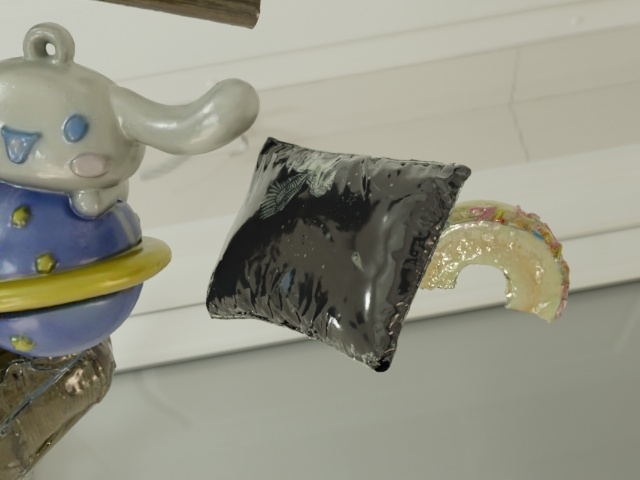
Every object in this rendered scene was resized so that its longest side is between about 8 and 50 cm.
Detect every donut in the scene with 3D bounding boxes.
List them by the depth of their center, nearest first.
[{"bbox_3d":[0.166,0.008,0.943,0.065,0.166,0.108,-69,-5,-58],"label":"donut"}]

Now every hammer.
[{"bbox_3d":[-0.228,-0.226,0.841,0.043,0.365,0.111,-150,67,-68],"label":"hammer"}]

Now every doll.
[{"bbox_3d":[-0.176,-0.037,0.751,0.159,0.311,0.242,-7,-92,-75],"label":"doll"}]

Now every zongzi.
[{"bbox_3d":[-0.359,0.261,1.118,0.160,0.323,0.360,-131,23,-65],"label":"zongzi"}]

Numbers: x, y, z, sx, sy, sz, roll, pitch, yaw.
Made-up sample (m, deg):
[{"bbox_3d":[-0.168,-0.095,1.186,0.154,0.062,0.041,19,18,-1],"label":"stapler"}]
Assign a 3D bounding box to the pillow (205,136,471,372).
[{"bbox_3d":[0.000,0.000,0.639,0.208,0.055,0.141,10,76,52],"label":"pillow"}]
